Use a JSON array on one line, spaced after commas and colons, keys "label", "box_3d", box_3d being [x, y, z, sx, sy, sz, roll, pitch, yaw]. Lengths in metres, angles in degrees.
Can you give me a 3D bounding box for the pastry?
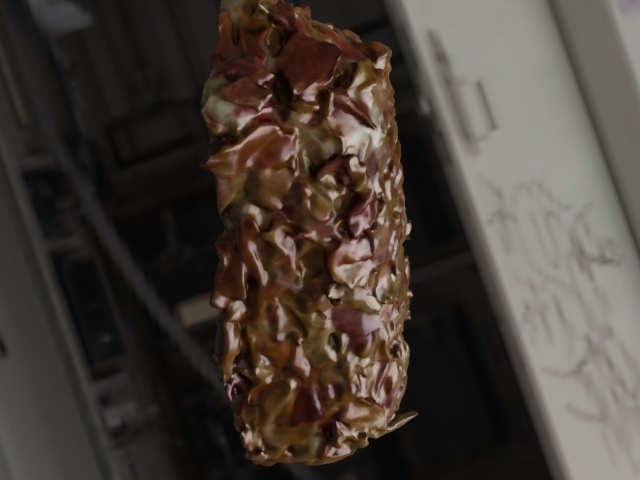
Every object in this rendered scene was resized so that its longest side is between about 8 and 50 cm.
[{"label": "pastry", "box_3d": [0.000, -0.002, 0.601, 0.063, 0.169, 0.087, 4, -142, 9]}]
